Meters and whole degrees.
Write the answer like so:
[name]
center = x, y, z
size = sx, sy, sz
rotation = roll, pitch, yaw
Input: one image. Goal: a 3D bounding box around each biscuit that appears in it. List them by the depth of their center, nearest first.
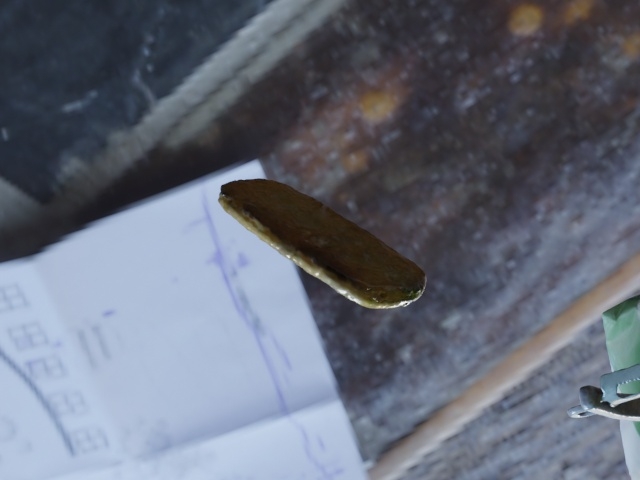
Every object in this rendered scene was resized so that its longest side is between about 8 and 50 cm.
[biscuit]
center = 0.000, 0.000, 1.711
size = 0.118, 0.247, 0.029
rotation = -12, 129, -51

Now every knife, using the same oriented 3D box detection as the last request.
[knife]
center = 0.229, 0.072, 0.886
size = 0.123, 0.053, 0.278
rotation = -15, 173, 28

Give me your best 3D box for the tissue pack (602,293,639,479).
[tissue pack]
center = 0.397, 0.090, 1.102
size = 0.266, 0.194, 0.356
rotation = 5, 162, -31
